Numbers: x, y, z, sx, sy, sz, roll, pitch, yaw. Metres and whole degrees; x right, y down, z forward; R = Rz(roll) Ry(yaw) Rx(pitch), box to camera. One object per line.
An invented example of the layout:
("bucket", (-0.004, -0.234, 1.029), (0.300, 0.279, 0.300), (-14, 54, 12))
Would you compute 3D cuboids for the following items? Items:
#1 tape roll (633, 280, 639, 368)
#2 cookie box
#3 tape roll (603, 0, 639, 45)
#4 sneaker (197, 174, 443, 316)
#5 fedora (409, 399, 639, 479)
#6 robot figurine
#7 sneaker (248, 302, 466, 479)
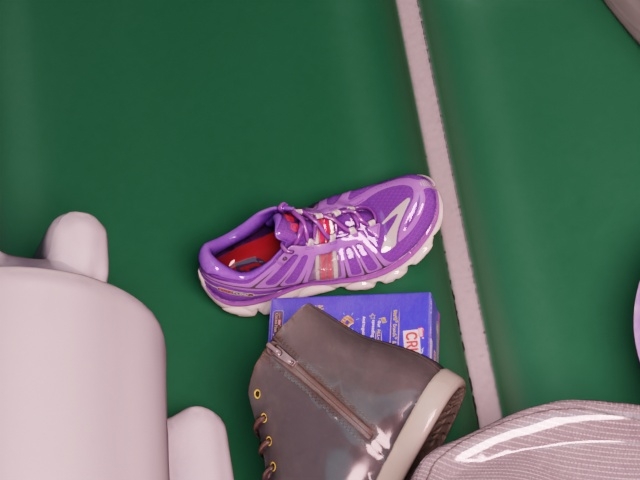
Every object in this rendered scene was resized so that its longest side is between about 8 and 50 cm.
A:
("tape roll", (0.286, 0.061, 1.150), (0.189, 0.080, 0.189), (-6, 64, 12))
("cookie box", (0.021, 0.084, 1.225), (0.107, 0.040, 0.091), (-2, 66, 13))
("tape roll", (0.244, -0.252, 1.217), (0.169, 0.246, 0.246), (-31, 62, -2))
("sneaker", (0.000, 0.000, 1.254), (0.170, 0.071, 0.068), (-22, 62, 2))
("fedora", (0.140, 0.173, 1.056), (0.276, 0.124, 0.243), (2, 35, 22))
("robot figurine", (-0.190, 0.154, 1.154), (0.300, 0.200, 0.353), (5, 62, -16))
("sneaker", (-0.012, 0.155, 1.161), (0.118, 0.083, 0.222), (28, 85, 18))
